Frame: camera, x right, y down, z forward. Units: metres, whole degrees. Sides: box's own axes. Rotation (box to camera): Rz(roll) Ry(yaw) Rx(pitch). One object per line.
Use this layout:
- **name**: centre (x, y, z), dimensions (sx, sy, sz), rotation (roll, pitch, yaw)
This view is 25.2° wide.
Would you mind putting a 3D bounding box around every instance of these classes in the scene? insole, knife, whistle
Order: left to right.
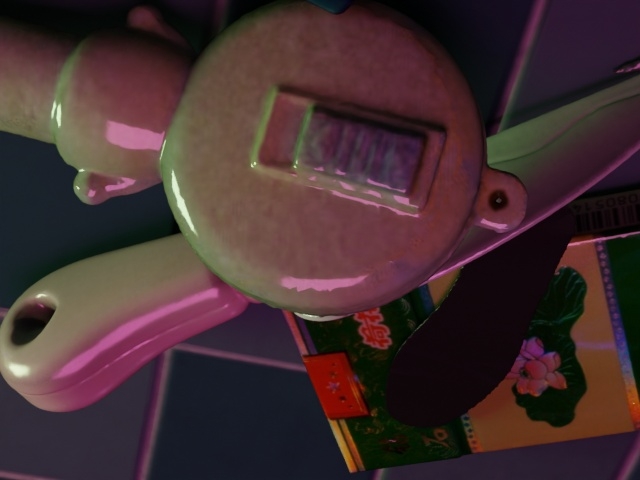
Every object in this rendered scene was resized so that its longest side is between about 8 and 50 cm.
- **whistle**: centre (-0.045, -0.046, 0.559), dimensions (0.258, 0.126, 0.067), rotation (15, 172, 8)
- **knife**: centre (0.000, 0.002, 0.610), dimensions (0.336, 0.081, 0.043), rotation (-22, 132, 22)
- **insole**: centre (0.069, 0.035, 0.639), dimensions (0.053, 0.002, 0.152), rotation (15, 130, -7)

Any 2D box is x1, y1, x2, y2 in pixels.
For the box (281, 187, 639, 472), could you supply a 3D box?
- **box**: centre (0.109, 0.042, 0.666), dimensions (0.235, 0.034, 0.132), rotation (-10, 130, 13)

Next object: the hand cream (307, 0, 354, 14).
- **hand cream**: centre (-0.088, -0.176, 0.486), dimensions (0.270, 0.061, 0.120), rotation (28, 131, -10)
